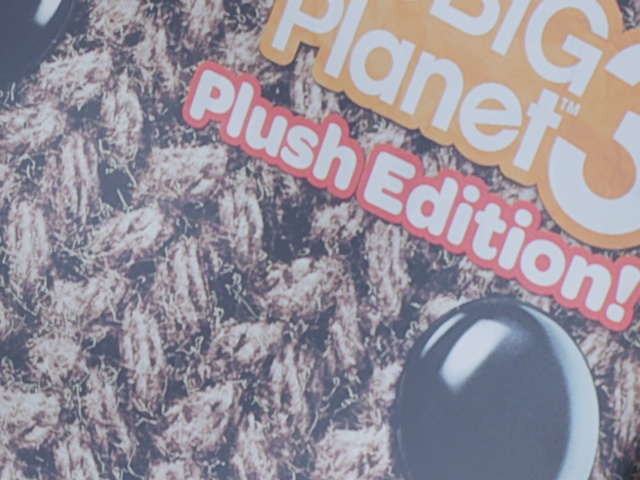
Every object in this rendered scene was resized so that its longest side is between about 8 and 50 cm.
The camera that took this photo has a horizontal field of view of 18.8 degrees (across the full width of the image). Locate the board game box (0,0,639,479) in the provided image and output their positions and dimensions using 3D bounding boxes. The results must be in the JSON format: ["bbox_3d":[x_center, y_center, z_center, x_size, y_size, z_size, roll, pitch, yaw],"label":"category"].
[{"bbox_3d":[0.000,0.000,0.476,0.232,0.141,0.291,36,109,23],"label":"board game box"}]
